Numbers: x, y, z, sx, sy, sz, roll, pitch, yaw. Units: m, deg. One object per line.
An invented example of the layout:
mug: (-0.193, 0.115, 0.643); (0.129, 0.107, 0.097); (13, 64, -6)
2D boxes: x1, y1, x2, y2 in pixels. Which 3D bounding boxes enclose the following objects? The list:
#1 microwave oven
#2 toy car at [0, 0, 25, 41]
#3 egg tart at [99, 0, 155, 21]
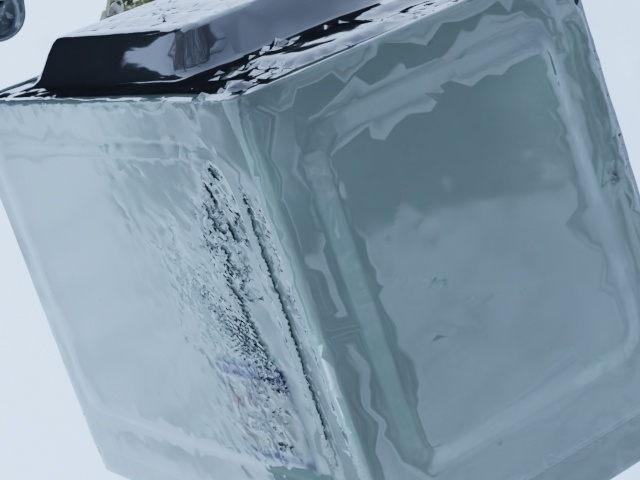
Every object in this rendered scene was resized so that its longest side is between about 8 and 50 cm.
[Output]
microwave oven: (0.000, 0.000, 0.835); (0.295, 0.181, 0.237); (7, 118, 60)
toy car: (-0.217, -0.191, 0.976); (0.100, 0.097, 0.191); (-141, 45, -65)
egg tart: (-0.036, -0.088, 1.391); (0.120, 0.315, 0.315); (-38, 81, 29)
